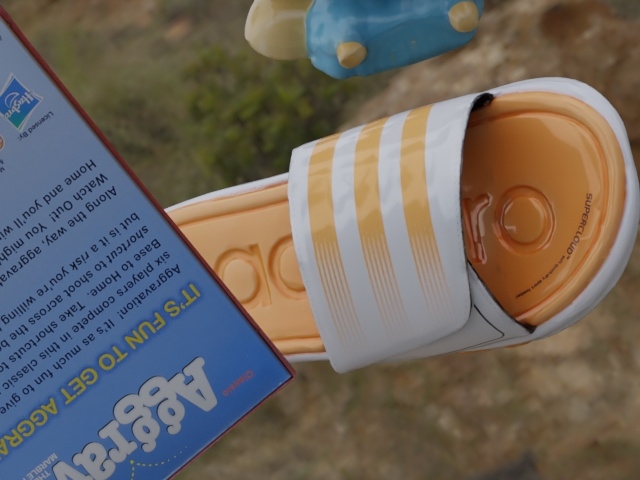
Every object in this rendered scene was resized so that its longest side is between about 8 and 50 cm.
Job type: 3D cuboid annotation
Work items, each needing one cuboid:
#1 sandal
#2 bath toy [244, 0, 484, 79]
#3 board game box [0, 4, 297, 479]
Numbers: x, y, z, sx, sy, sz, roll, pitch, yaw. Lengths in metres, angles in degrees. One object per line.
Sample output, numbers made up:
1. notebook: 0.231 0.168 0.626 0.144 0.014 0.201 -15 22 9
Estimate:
1. sandal: 0.002 0.011 0.747 0.265 0.102 0.076 -16 -3 33
2. bath toy: -0.003 -0.238 0.869 0.151 0.348 0.129 -12 49 -4
3. board game box: -0.158 0.074 0.523 0.281 0.145 0.027 -39 19 -5
